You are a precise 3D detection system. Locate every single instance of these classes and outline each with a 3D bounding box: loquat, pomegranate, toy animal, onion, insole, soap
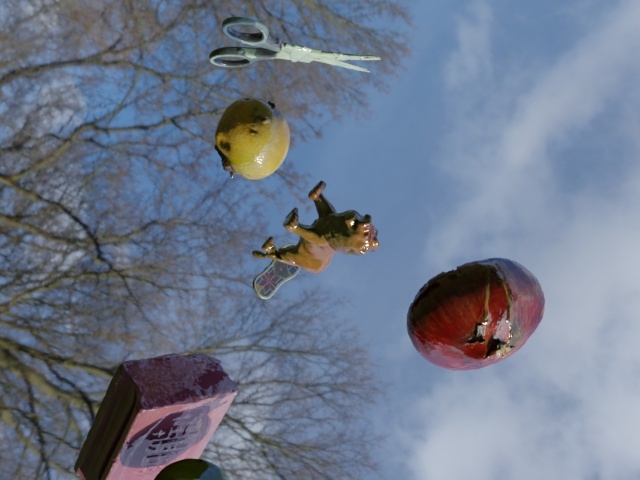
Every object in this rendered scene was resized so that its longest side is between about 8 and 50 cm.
[{"bbox_3d":[-0.205,-0.295,2.109,0.243,0.243,0.244,-26,-131,33],"label":"loquat"},{"bbox_3d":[-0.225,0.516,1.378,0.245,0.198,0.198,-17,-133,1],"label":"pomegranate"},{"bbox_3d":[0.000,0.000,1.312,0.097,0.157,0.312,-51,-175,-29],"label":"toy animal"},{"bbox_3d":[0.269,0.135,1.224,0.248,0.248,0.162,-26,-116,33],"label":"onion"},{"bbox_3d":[-0.085,0.061,1.503,0.006,0.065,0.193,-34,-173,38],"label":"insole"},{"bbox_3d":[-0.347,0.391,1.491,0.128,0.232,0.360,54,-51,32],"label":"soap"}]

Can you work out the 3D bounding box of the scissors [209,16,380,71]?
[{"bbox_3d":[-0.052,-0.423,1.618,0.256,0.383,0.029,160,-67,-70],"label":"scissors"}]
